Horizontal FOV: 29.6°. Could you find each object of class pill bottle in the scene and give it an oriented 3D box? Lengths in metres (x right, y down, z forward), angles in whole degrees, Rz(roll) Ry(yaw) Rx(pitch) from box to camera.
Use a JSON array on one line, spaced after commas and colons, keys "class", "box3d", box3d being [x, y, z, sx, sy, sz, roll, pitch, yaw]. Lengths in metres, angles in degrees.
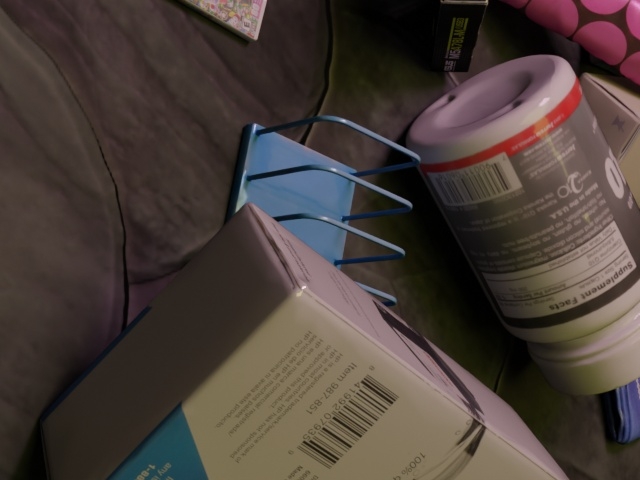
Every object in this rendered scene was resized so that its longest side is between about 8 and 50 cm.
[{"class": "pill bottle", "box3d": [0.209, -0.011, 1.107, 0.161, 0.161, 0.283, -45, 115, -35]}]

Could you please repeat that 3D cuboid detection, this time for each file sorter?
[{"class": "file sorter", "box3d": [0.000, 0.000, 0.959, 0.118, 0.104, 0.170, 22, 72, -37]}]

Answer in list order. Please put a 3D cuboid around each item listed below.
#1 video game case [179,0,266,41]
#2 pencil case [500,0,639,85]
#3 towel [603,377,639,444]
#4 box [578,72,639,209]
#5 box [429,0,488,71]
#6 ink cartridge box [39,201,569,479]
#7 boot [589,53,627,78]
[{"class": "video game case", "box3d": [-0.090, -0.223, 0.965, 0.122, 0.011, 0.087, 25, 70, -37]}, {"class": "pencil case", "box3d": [0.277, -0.222, 1.184, 0.209, 0.098, 0.095, 34, 99, 0]}, {"class": "towel", "box3d": [0.410, 0.072, 1.358, 0.336, 0.040, 0.243, -13, 95, -42]}, {"class": "box", "box3d": [0.358, -0.098, 1.264, 0.275, 0.094, 0.113, 1, 128, -42]}, {"class": "box", "box3d": [0.122, -0.263, 1.059, 0.184, 0.045, 0.190, 62, 31, -80]}, {"class": "ink cartridge box", "box3d": [-0.004, 0.156, 0.856, 0.223, 0.129, 0.307, -46, 123, 8]}, {"class": "boot", "box3d": [0.391, -0.216, 1.349, 0.258, 0.095, 0.123, 12, 84, -32]}]
